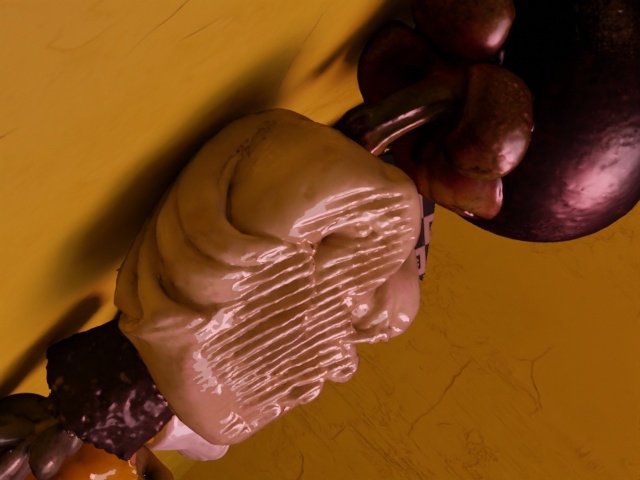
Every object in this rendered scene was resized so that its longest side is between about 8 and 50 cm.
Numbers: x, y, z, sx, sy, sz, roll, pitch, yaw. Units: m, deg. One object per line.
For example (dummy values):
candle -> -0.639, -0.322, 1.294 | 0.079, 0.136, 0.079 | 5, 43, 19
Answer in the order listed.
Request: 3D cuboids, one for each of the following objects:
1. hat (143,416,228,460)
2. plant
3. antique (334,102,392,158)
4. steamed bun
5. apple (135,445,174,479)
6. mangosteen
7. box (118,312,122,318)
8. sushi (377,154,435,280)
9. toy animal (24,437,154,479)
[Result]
hat -> -0.247, 0.290, 2.506 | 0.126, 0.203, 0.203 | -6, 145, -47
plant -> -0.299, 0.210, 1.750 | 0.275, 0.149, 0.146 | -30, 128, 1
antique -> 0.098, -0.159, 2.095 | 0.221, 0.080, 0.081 | -33, 166, -52
steamed bun -> -0.065, 0.022, 1.616 | 0.339, 0.247, 0.352 | -32, 134, -10
apple -> -0.354, 0.446, 2.400 | 0.262, 0.262, 0.262 | -43, 172, -7
mangosteen -> 0.230, -0.189, 1.776 | 0.435, 0.382, 0.382 | 7, 144, -27
box -> -0.171, 0.092, 1.968 | 0.203, 0.106, 0.251 | -40, 170, -36
sushi -> 0.071, -0.020, 1.976 | 0.280, 0.043, 0.192 | -5, 109, -42
toy animal -> -0.350, 0.328, 2.169 | 0.230, 0.156, 0.156 | -41, 172, -30
